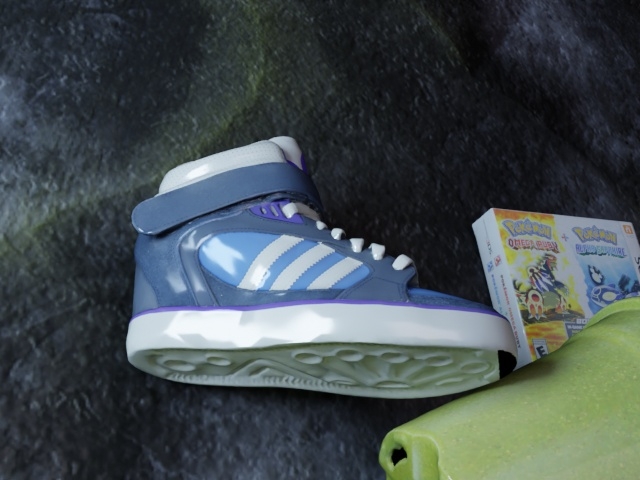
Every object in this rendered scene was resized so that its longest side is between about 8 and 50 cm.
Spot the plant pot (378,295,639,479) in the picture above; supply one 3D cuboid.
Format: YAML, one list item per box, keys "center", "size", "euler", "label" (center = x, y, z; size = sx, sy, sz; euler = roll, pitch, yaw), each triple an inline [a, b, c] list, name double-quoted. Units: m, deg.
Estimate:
- center: [0.197, 0.208, 0.736]
  size: [0.254, 0.276, 0.276]
  euler: [-13, 69, -20]
  label: "plant pot"

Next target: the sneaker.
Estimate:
- center: [0.000, 0.000, 0.753]
  size: [0.323, 0.130, 0.236]
  euler: [-1, 60, 12]
  label: "sneaker"

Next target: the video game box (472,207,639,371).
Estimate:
- center: [0.280, 0.061, 0.977]
  size: [0.205, 0.048, 0.187]
  euler: [4, 59, -25]
  label: "video game box"
